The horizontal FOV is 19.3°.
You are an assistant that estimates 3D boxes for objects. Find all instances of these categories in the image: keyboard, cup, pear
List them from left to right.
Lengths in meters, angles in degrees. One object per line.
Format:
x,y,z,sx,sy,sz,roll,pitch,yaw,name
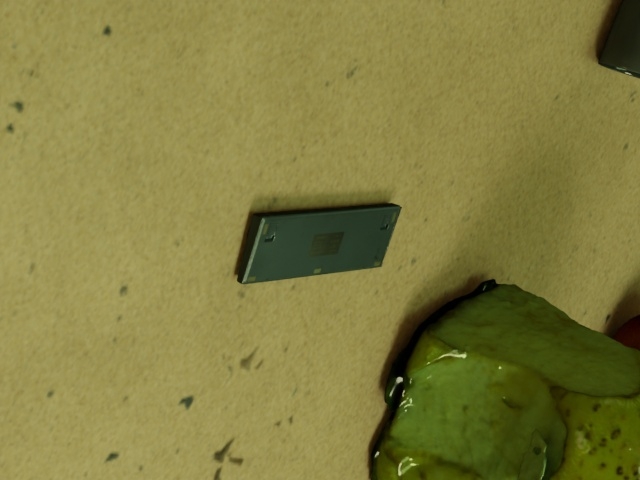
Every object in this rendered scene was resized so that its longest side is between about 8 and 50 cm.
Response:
0.001,0.001,1.433,0.176,0.014,0.055,-6,116,-52,keyboard
0.187,0.197,1.601,0.164,0.255,0.238,-23,133,-47,pear
0.295,-0.182,1.677,0.100,0.078,0.077,-70,177,-86,cup

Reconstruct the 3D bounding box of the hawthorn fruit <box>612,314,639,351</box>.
0.357,0.144,1.904,0.148,0.148,0.172,-56,161,-13,hawthorn fruit
